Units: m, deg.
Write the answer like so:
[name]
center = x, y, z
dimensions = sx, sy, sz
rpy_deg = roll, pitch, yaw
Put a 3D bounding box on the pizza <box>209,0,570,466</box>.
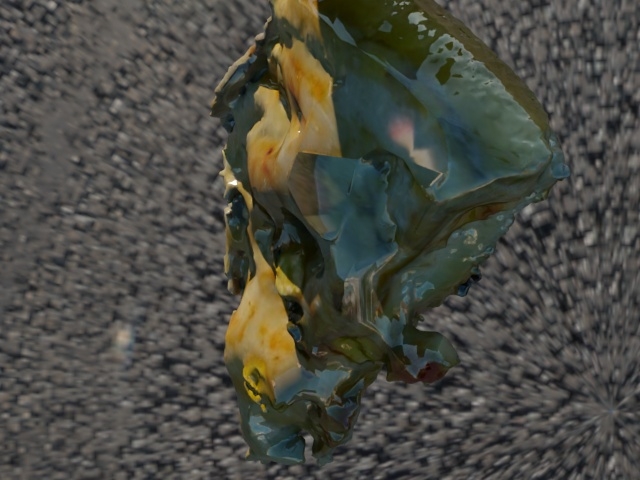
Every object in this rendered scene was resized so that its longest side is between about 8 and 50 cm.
[pizza]
center = 0.000, 0.000, 0.790
dimensions = 0.071, 0.297, 0.189
rpy_deg = -22, 64, -35
